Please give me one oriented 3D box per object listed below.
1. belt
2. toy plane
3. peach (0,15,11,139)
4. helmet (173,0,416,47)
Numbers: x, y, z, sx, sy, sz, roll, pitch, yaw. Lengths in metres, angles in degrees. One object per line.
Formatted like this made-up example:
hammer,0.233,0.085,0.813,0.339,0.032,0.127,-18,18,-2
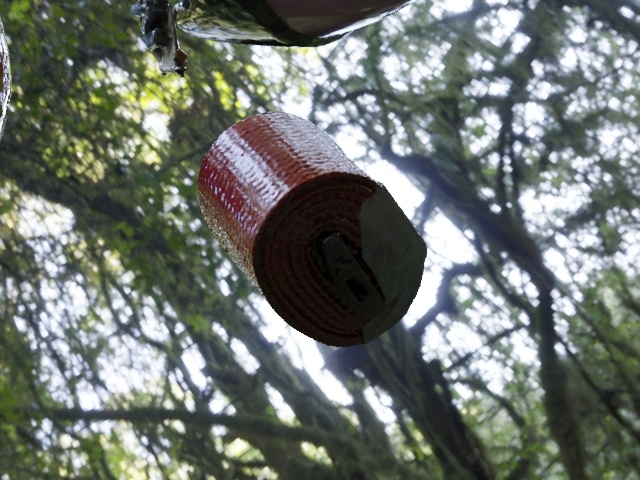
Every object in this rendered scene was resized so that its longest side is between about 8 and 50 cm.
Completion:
belt,0.000,0.000,0.807,0.128,0.124,0.201,-42,-42,0
toy plane,-0.100,-0.151,0.518,0.062,0.188,0.135,-15,-73,-32
peach,-0.480,-0.166,0.939,0.388,0.388,0.388,-19,-49,-23
helmet,0.014,-0.188,0.389,0.253,0.154,0.198,-61,-35,-32
